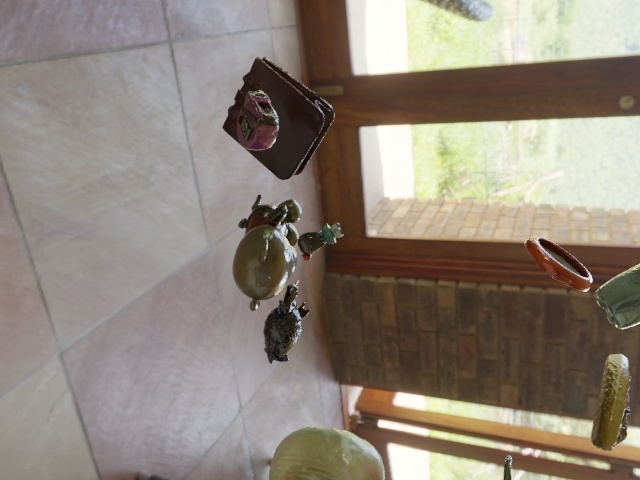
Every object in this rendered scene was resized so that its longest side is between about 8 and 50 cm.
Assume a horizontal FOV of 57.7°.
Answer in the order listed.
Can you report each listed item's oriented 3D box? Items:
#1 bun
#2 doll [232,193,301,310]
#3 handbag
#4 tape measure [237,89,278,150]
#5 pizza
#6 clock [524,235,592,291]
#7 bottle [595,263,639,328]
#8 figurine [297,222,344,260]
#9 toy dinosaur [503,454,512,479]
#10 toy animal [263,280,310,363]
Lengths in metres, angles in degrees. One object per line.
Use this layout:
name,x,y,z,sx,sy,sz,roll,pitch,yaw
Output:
bun,0.030,0.699,1.661,0.213,0.361,0.360,10,82,-53
doll,-0.144,0.014,1.542,0.329,0.175,0.234,-86,-171,-54
handbag,-0.125,-0.338,1.638,0.260,0.276,0.084,-54,172,35
tape measure,-0.154,-0.277,1.381,0.074,0.125,0.118,-2,138,-34
pizza,0.769,0.418,1.527,0.268,0.087,0.257,29,71,-60
clock,0.639,0.063,1.568,0.051,0.205,0.205,-56,169,24
bottle,0.576,0.047,0.920,0.083,0.270,0.083,55,12,-17
figurine,0.000,0.000,1.297,0.047,0.106,0.059,-88,153,-81
toy dinosaur,0.454,0.659,1.372,0.147,0.077,0.362,-60,139,-39
toy animal,-0.115,0.267,1.851,0.185,0.122,0.298,-65,177,-75
